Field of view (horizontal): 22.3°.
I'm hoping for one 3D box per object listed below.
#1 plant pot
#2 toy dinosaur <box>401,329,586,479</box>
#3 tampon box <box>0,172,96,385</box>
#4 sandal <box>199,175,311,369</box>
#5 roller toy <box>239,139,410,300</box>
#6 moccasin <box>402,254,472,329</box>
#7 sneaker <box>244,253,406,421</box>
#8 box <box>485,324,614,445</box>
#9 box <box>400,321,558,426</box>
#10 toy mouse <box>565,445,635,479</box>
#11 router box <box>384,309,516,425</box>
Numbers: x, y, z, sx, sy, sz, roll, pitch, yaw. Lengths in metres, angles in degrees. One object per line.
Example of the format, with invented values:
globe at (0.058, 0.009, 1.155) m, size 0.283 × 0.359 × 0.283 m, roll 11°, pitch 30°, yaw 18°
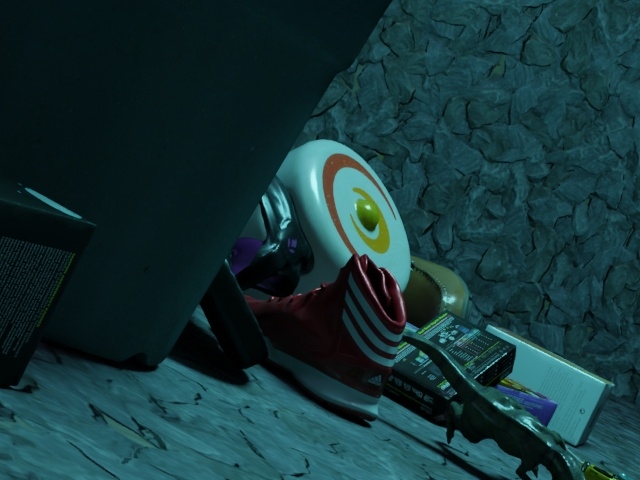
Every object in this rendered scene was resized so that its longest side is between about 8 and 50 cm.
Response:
plant pot at (-0.152, -0.112, 1.140) m, size 0.341 × 0.334 × 0.341 m, roll 25°, pitch 2°, yaw -1°
toy dinosaur at (0.150, 0.159, 1.428) m, size 0.268 × 0.064 × 0.118 m, roll 38°, pitch -11°, yaw 28°
tampon box at (-0.215, 0.000, 0.820) m, size 0.120 × 0.101 × 0.161 m, roll 28°, pitch 3°, yaw 21°
sandal at (-0.081, -0.025, 1.435) m, size 0.446 × 0.107 × 0.167 m, roll -119°, pitch -173°, yaw -70°
roller toy at (0.000, 0.000, 1.691) m, size 0.209 × 0.146 × 0.191 m, roll 47°, pitch 31°, yaw -29°
moccasin at (0.060, 0.057, 2.097) m, size 0.147 × 0.139 × 0.380 m, roll 17°, pitch 9°, yaw -32°
sneaker at (0.004, 0.063, 1.434) m, size 0.087 × 0.128 × 0.221 m, roll 24°, pitch 4°, yaw -43°
box at (0.283, 0.188, 2.116) m, size 0.170 × 0.091 × 0.130 m, roll 27°, pitch 3°, yaw 15°
box at (0.101, 0.131, 1.830) m, size 0.293 × 0.057 × 0.201 m, roll 28°, pitch 2°, yaw 31°
toy mouse at (0.322, 0.264, 1.607) m, size 0.143 × 0.031 × 0.161 m, roll 25°, pitch 3°, yaw -16°
router box at (0.127, 0.128, 1.657) m, size 0.092 × 0.038 × 0.122 m, roll 29°, pitch 42°, yaw 31°
